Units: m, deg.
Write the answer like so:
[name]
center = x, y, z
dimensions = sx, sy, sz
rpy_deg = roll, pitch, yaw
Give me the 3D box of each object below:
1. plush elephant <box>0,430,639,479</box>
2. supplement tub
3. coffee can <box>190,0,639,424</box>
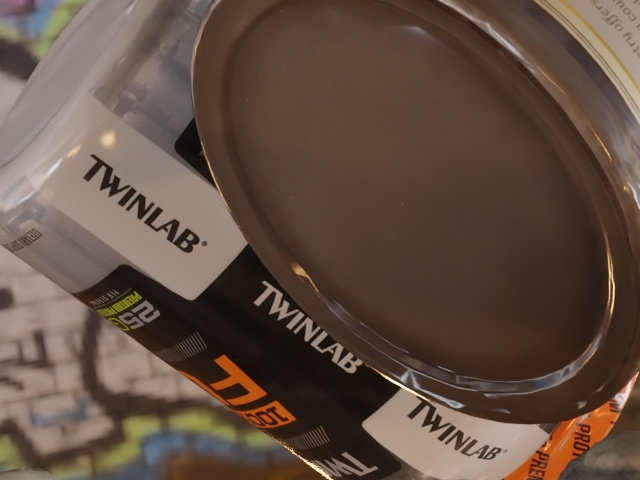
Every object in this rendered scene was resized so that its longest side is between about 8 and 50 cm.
[plush elephant]
center = -0.025, 0.195, 0.623
dimensions = 0.330, 0.272, 0.255
rpy_deg = -16, -165, 0
[supplement tub]
center = 0.000, 0.000, 1.018
dimensions = 0.207, 0.338, 0.207
rpy_deg = -47, -162, 20
[coffee can]
center = 0.113, -0.090, 0.744
dimensions = 0.201, 0.201, 0.275
rpy_deg = 1, -145, 47
